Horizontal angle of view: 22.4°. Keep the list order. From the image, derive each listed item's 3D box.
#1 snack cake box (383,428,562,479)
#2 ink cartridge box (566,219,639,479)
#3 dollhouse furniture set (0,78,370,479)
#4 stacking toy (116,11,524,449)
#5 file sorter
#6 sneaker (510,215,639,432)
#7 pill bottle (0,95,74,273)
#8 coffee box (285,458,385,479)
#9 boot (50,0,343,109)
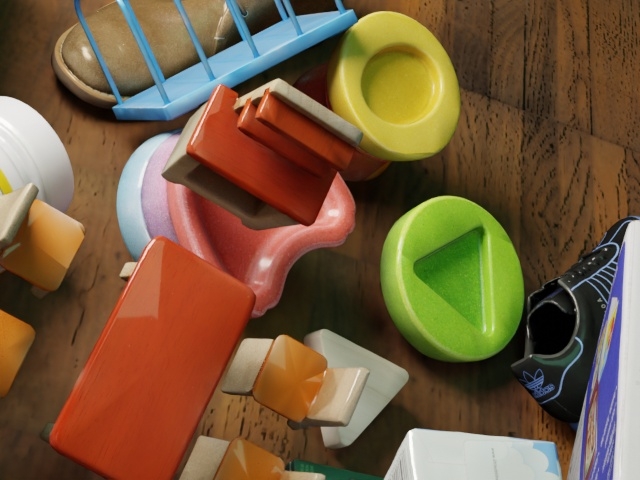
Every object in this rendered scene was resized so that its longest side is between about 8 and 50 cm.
[{"bbox_3d":[0.060,0.244,0.917,0.089,0.264,0.152,7,49,-13],"label":"snack cake box"},{"bbox_3d":[0.186,0.199,1.001,0.072,0.303,0.307,9,45,4],"label":"ink cartridge box"},{"bbox_3d":[-0.081,0.033,1.022,0.262,0.135,0.259,31,71,-20],"label":"dollhouse furniture set"},{"bbox_3d":[0.000,0.000,1.252,0.309,0.130,0.279,-31,96,-39],"label":"stacking toy"},{"bbox_3d":[-0.085,-0.173,1.223,0.170,0.118,0.104,-30,106,-20],"label":"file sorter"},{"bbox_3d":[0.218,0.048,1.295,0.090,0.081,0.232,40,44,-15],"label":"sneaker"},{"bbox_3d":[-0.269,-0.010,1.073,0.119,0.119,0.208,41,45,10],"label":"pill bottle"},{"bbox_3d":[0.060,0.222,1.099,0.184,0.040,0.113,14,48,-16],"label":"coffee box"},{"bbox_3d":[-0.090,-0.199,1.337,0.305,0.115,0.112,-27,71,-39],"label":"boot"}]
